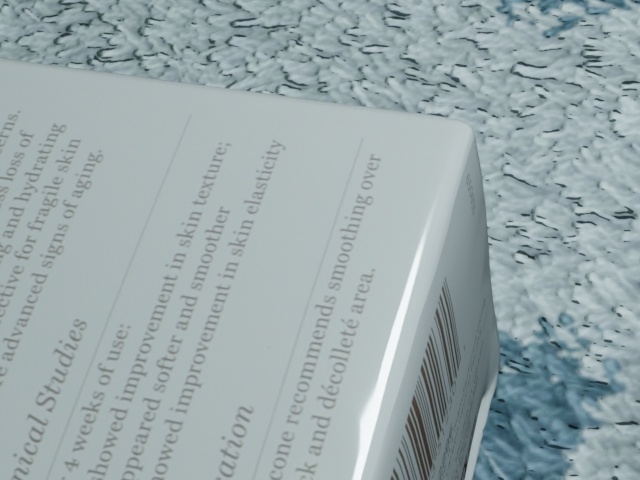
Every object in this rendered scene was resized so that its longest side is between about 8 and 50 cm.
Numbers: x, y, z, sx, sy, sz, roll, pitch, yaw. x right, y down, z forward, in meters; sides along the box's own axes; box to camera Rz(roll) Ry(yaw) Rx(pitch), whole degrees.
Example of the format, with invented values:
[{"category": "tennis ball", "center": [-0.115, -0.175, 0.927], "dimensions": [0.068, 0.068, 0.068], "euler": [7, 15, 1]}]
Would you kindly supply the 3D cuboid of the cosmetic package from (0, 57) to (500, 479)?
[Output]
[{"category": "cosmetic package", "center": [-0.109, 0.113, 0.876], "dimensions": [0.393, 0.327, 0.329], "euler": [10, 62, 16]}]
